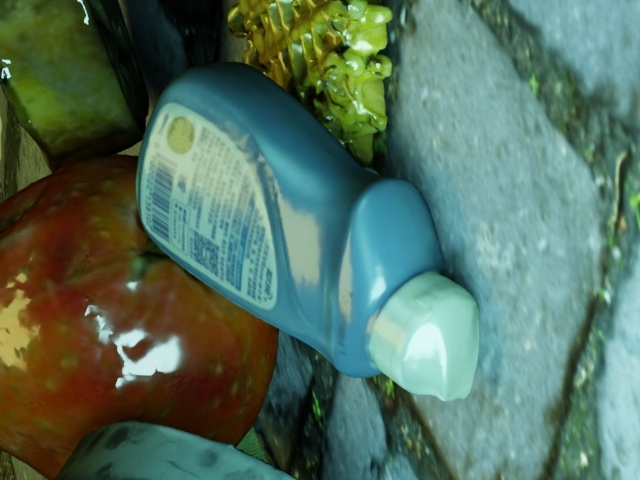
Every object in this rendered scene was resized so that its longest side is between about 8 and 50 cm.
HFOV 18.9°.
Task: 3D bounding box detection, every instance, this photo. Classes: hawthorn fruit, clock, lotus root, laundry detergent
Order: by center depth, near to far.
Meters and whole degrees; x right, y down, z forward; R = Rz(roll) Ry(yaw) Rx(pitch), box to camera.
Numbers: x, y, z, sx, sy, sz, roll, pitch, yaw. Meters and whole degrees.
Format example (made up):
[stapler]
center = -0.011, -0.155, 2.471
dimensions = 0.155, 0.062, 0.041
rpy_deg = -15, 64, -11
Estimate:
[laundry detergent]
center = 0.000, 0.000, 1.253
dimensions = 0.290, 0.094, 0.143
rpy_deg = 36, 121, 35
[clock]
center = -0.069, 0.269, 1.424
dimensions = 0.325, 0.067, 0.325
rpy_deg = 24, 143, 20
[hawthorn fruit]
center = -0.158, 0.060, 1.535
dimensions = 0.299, 0.275, 0.275
rpy_deg = -48, 55, 49
[lotus root]
center = -0.237, -0.233, 1.649
dimensions = 0.375, 0.111, 0.390
rpy_deg = 70, 180, -61

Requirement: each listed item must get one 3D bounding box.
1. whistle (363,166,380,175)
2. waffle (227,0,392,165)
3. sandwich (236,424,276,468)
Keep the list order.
[whistle]
center = 0.021, -0.020, 1.320
dimensions = 0.100, 0.035, 0.035
rpy_deg = 116, 138, -57
[waffle]
center = -0.013, -0.159, 1.320
dimensions = 0.228, 0.051, 0.231
rpy_deg = -126, 31, -44
[sandwich]
center = -0.090, 0.236, 1.708
dimensions = 0.163, 0.079, 0.113
rpy_deg = 97, 155, -45
